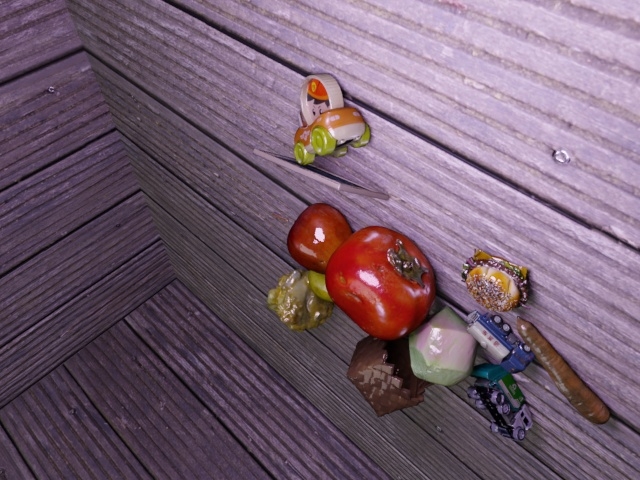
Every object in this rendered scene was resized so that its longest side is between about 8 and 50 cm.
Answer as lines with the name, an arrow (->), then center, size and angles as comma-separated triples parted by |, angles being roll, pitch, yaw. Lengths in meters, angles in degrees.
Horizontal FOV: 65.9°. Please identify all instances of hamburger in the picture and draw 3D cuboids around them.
hamburger -> 0.434, 0.111, 1.246 | 0.189, 0.093, 0.164 | 19, 140, 48

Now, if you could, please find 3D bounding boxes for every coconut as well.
coconut -> 0.367, 0.312, 1.481 | 0.204, 0.236, 0.236 | 6, 132, 30

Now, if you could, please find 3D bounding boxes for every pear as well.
pear -> 0.048, 0.120, 1.788 | 0.180, 0.166, 0.216 | 44, 133, 39

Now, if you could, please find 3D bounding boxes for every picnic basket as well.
picnic basket -> 0.277, 0.413, 1.690 | 0.320, 0.291, 0.254 | -32, 98, 19

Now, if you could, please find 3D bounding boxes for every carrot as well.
carrot -> 0.619, 0.338, 1.288 | 0.342, 0.070, 0.070 | 50, 153, 4

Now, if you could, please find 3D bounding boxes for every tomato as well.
tomato -> 0.176, 0.120, 1.450 | 0.325, 0.293, 0.290 | 41, 141, -3

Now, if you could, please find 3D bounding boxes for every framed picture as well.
framed picture -> 0.002, -0.188, 1.410 | 0.334, 0.247, 0.022 | 28, 104, 36

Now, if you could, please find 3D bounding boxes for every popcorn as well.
popcorn -> -0.087, 0.239, 2.025 | 0.237, 0.292, 0.293 | 43, 159, 55

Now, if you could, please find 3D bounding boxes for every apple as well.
apple -> -0.001, 0.001, 1.635 | 0.234, 0.234, 0.234 | 36, 150, 25

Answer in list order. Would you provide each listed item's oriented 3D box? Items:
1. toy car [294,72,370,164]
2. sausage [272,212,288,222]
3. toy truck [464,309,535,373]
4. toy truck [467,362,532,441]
toy car -> 0.007, -0.330, 1.321 | 0.235, 0.145, 0.235 | 36, 135, 47
sausage -> -0.160, -0.092, 1.968 | 0.100, 0.015, 0.015 | 26, 144, 39
toy truck -> 0.492, 0.277, 1.371 | 0.201, 0.088, 0.074 | 44, 151, 10
toy truck -> 0.549, 0.488, 1.513 | 0.253, 0.124, 0.114 | 55, 153, -13
